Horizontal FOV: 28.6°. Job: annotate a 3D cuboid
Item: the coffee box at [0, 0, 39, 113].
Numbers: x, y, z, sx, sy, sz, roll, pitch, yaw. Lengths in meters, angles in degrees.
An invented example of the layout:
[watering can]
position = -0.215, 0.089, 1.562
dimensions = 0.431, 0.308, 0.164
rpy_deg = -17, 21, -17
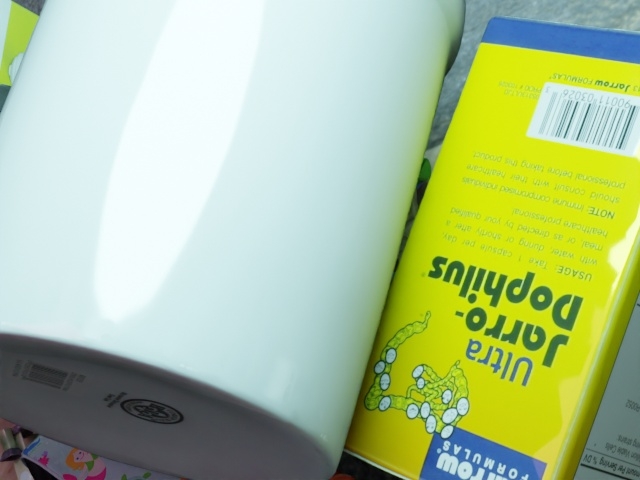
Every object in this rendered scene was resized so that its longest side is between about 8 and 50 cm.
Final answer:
[coffee box]
position = -0.379, -0.029, 1.374
dimensions = 0.338, 0.334, 0.337
rpy_deg = -8, 67, 36

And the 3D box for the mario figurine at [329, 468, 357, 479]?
[mario figurine]
position = 0.045, 0.298, 0.953
dimensions = 0.170, 0.198, 0.320
rpy_deg = -38, 70, 14

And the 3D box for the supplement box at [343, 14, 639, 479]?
[supplement box]
position = 0.193, 0.036, 0.958
dimensions = 0.195, 0.194, 0.356
rpy_deg = 17, 84, 43

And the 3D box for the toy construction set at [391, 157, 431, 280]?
[toy construction set]
position = 0.000, 0.000, 1.167
dimensions = 0.328, 0.151, 0.215
rpy_deg = -6, 45, 31

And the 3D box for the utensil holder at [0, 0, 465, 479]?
[utensil holder]
position = -0.085, -0.043, 0.944
dimensions = 0.328, 0.327, 0.385
rpy_deg = -6, 59, 39

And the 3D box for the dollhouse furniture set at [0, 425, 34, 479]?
[dollhouse furniture set]
position = -0.313, 0.233, 1.397
dimensions = 0.114, 0.091, 0.081
rpy_deg = -31, 71, 24

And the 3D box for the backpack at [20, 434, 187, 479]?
[backpack]
position = -0.134, 0.230, 1.124
dimensions = 0.225, 0.253, 0.191
rpy_deg = 20, 67, 44
